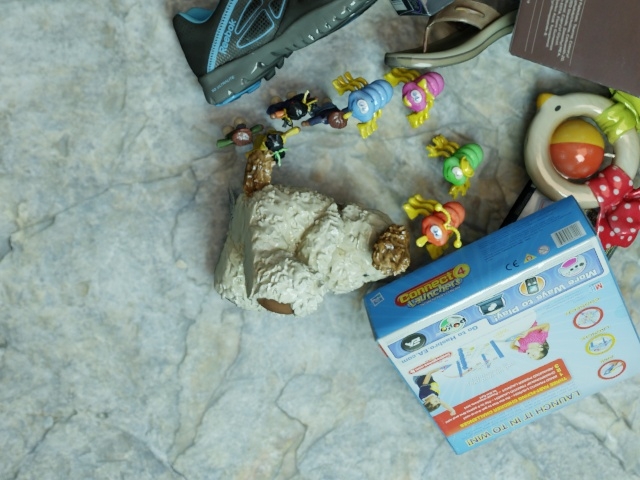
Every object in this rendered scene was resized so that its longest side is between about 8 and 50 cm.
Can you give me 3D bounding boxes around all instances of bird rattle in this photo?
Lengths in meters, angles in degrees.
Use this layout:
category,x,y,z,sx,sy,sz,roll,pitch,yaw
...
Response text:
category,x,y,z,sx,sy,sz,roll,pitch,yaw
bird rattle,0.386,-0.115,1.518,0.206,0.143,0.254,8,96,-2

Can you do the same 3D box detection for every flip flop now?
category,x,y,z,sx,sy,sz,roll,pitch,yaw
flip flop,0.205,-0.299,1.460,0.277,0.112,0.080,-26,109,-10

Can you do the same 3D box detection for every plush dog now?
category,x,y,z,sx,sy,sz,roll,pitch,yaw
plush dog,0.000,0.000,1.420,0.225,0.262,0.211,8,86,-20

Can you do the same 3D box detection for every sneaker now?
category,x,y,z,sx,sy,sz,roll,pitch,yaw
sneaker,-0.045,-0.301,1.349,0.340,0.125,0.140,-29,95,26

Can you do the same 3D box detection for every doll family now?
category,x,y,z,sx,sy,sz,roll,pitch,yaw
doll family,-0.042,-0.154,1.436,0.193,0.111,0.076,-33,105,-4

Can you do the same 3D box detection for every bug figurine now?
category,x,y,z,sx,sy,sz,roll,pitch,yaw
bug figurine,0.136,-0.126,1.440,0.279,0.072,0.216,58,42,-13

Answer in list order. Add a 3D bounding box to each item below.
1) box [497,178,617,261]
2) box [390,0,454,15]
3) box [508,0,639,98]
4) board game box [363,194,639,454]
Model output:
category,x,y,z,sx,sy,sz,roll,pitch,yaw
box,0.325,0.033,1.579,0.159,0.044,0.233,31,93,-15
box,0.191,-0.433,1.414,0.270,0.143,0.165,-34,107,-4
box,0.379,-0.292,1.365,0.168,0.203,0.167,-13,122,-45
board game box,0.259,0.125,1.461,0.308,0.086,0.302,-26,133,9
